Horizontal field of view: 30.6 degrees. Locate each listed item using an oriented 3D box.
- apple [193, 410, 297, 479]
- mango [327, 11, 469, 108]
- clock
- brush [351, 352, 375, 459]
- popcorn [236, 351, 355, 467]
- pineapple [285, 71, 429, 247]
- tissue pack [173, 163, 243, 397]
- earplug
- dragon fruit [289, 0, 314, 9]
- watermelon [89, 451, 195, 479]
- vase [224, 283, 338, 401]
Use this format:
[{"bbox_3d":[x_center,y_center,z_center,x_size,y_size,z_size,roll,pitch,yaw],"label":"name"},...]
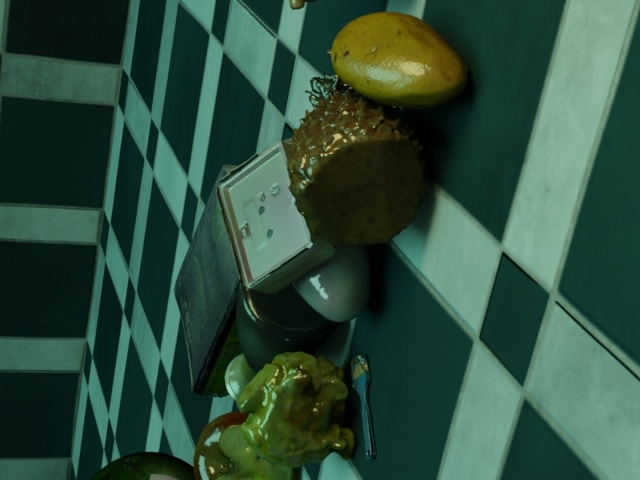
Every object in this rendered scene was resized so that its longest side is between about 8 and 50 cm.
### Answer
[{"bbox_3d":[-0.138,0.400,2.092,0.160,0.173,0.195,-175,92,-67],"label":"apple"},{"bbox_3d":[0.112,-0.242,1.580,0.227,0.147,0.109,28,135,44],"label":"mango"},{"bbox_3d":[-0.066,-0.034,1.753,0.147,0.071,0.192,-34,58,28],"label":"clock"},{"bbox_3d":[0.068,0.255,1.794,0.051,0.014,0.164,128,139,-58],"label":"brush"},{"bbox_3d":[-0.035,0.271,1.854,0.167,0.188,0.185,34,-141,-69],"label":"popcorn"},{"bbox_3d":[0.034,-0.141,1.703,0.362,0.202,0.202,-109,29,-60],"label":"pineapple"},{"bbox_3d":[-0.175,0.083,2.299,0.394,0.124,0.288,116,150,-46],"label":"tissue pack"},{"bbox_3d":[0.000,0.000,1.831,0.172,0.172,0.301,113,145,-41],"label":"earplug"},{"bbox_3d":[0.036,-0.420,1.712,0.282,0.211,0.147,8,108,52],"label":"dragon fruit"},{"bbox_3d":[-0.368,0.619,2.453,0.363,0.363,0.363,-177,90,-69],"label":"watermelon"},{"bbox_3d":[-0.078,0.167,2.003,0.321,0.173,0.173,112,153,-55],"label":"vase"}]
